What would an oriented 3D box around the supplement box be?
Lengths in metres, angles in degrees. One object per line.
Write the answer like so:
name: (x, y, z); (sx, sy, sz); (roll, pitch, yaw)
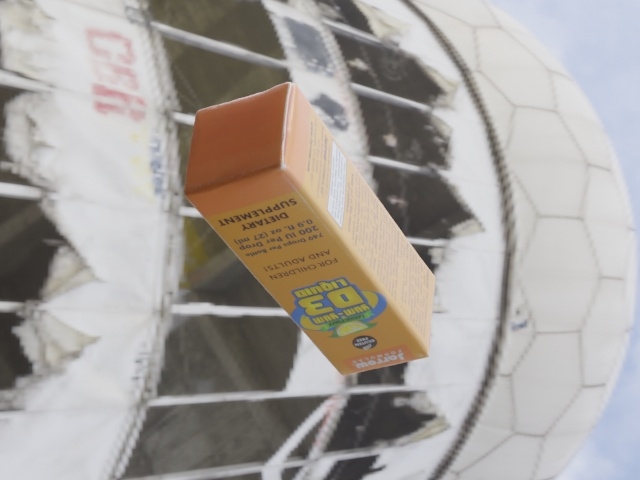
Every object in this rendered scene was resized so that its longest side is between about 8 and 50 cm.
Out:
supplement box: (0.000, 0.000, 0.903); (0.078, 0.233, 0.080); (-16, -130, 23)
